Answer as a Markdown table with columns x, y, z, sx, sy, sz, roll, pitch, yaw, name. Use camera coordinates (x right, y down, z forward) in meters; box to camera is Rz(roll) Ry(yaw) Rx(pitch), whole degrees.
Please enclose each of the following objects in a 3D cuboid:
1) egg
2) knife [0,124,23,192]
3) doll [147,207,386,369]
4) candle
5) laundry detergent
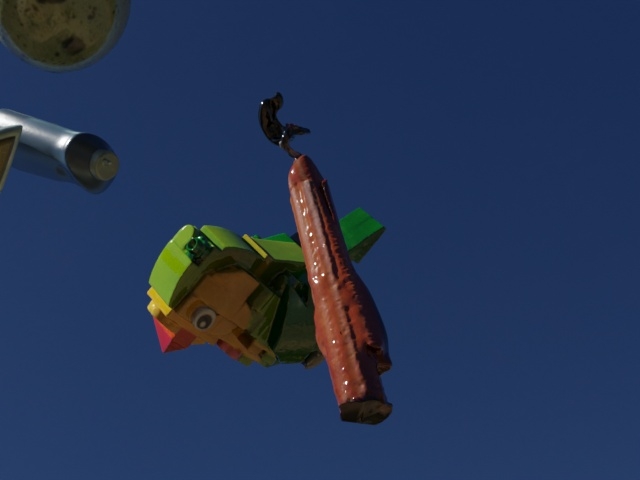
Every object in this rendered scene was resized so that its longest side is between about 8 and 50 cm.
| x | y | z | sx | sy | sz | roll | pitch | yaw | name |
| --- | --- | --- | --- | --- | --- | --- | --- | --- | --- |
| -0.321 | -0.321 | 1.351 | 0.177 | 0.177 | 0.228 | 3 | -77 | -13 | egg |
| -0.369 | 0.017 | 1.035 | 0.061 | 0.027 | 0.343 | 15 | -56 | -39 | knife |
| -0.048 | 0.038 | 0.884 | 0.186 | 0.106 | 0.134 | 2 | -62 | -36 | doll |
| 0.001 | 0.000 | 0.438 | 0.026 | 0.167 | 0.021 | -7 | -42 | -11 | candle |
| -0.303 | -0.103 | 1.283 | 0.206 | 0.061 | 0.096 | 16 | -26 | 40 | laundry detergent |
